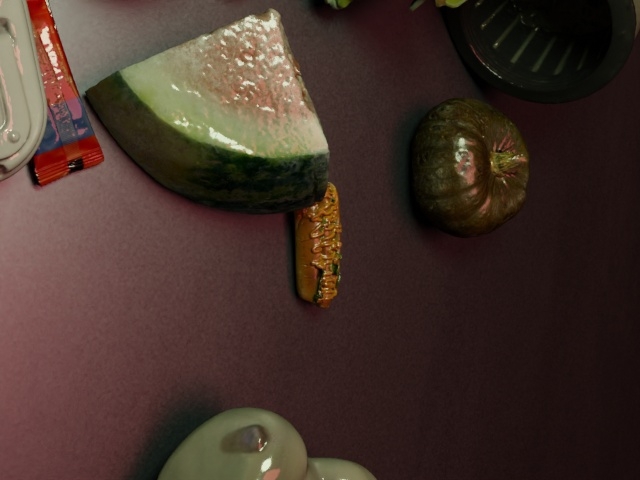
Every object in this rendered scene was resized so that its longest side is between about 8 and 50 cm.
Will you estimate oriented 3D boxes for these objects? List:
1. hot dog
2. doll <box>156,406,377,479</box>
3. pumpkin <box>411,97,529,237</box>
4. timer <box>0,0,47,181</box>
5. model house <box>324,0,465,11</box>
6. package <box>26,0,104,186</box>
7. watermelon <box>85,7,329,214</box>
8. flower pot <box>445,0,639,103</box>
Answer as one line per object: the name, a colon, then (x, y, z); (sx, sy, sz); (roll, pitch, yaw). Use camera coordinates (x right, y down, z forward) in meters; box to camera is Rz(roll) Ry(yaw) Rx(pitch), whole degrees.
hot dog: (0.000, 0.000, 1.072); (0.072, 0.055, 0.188); (-7, 98, -40)
doll: (-0.044, 0.346, 0.947); (0.370, 0.226, 0.214); (30, 38, -34)
pumpkin: (0.244, -0.109, 1.219); (0.219, 0.162, 0.218); (3, 86, -44)
timer: (-0.376, -0.150, 0.688); (0.262, 0.087, 0.236); (-19, 111, -35)
model house: (0.162, -0.482, 0.961); (0.242, 0.313, 0.357); (-50, 141, -42)
package: (-0.294, -0.163, 0.822); (0.083, 0.022, 0.200); (-28, 111, -37)
watermelon: (-0.103, -0.151, 0.927); (0.310, 0.193, 0.231); (29, 89, -16)
flower pot: (0.400, -0.429, 1.275); (0.330, 0.294, 0.293); (-52, 124, -36)
